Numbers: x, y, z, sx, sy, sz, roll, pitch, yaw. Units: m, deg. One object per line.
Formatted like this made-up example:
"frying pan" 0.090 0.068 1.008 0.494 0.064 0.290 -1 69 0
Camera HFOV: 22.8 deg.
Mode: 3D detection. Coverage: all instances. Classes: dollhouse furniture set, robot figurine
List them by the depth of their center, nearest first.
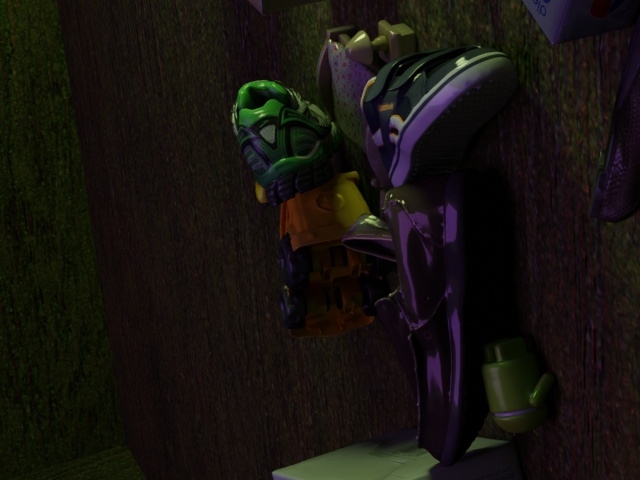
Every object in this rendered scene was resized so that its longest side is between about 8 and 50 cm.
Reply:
"robot figurine" 0.224 0.171 1.838 0.101 0.067 0.115 -10 95 59
"dollhouse furniture set" -0.017 -0.215 2.072 0.303 0.174 0.355 -129 30 -51

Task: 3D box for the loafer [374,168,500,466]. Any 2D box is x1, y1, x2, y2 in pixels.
"loafer" 0.135 0.088 1.883 0.130 0.134 0.366 6 106 23

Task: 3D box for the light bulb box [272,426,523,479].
"light bulb box" 0.129 0.455 2.078 0.358 0.225 0.361 173 82 -70

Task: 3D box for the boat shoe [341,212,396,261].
"boat shoe" 0.097 0.010 2.036 0.153 0.048 0.056 24 147 34

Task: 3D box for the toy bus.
"toy bus" 0.000 0.000 2.240 0.220 0.149 0.211 95 160 -50

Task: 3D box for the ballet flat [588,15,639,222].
"ballet flat" 0.297 -0.116 1.450 0.084 0.058 0.250 -71 -8 -51

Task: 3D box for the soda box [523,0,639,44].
"soda box" 0.201 -0.321 1.497 0.098 0.091 0.286 101 148 -52

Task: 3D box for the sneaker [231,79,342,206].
"sneaker" -0.049 -0.161 2.160 0.343 0.134 0.146 -104 -7 -76

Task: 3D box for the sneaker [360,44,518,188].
"sneaker" 0.120 -0.161 1.796 0.127 0.126 0.321 65 161 12
